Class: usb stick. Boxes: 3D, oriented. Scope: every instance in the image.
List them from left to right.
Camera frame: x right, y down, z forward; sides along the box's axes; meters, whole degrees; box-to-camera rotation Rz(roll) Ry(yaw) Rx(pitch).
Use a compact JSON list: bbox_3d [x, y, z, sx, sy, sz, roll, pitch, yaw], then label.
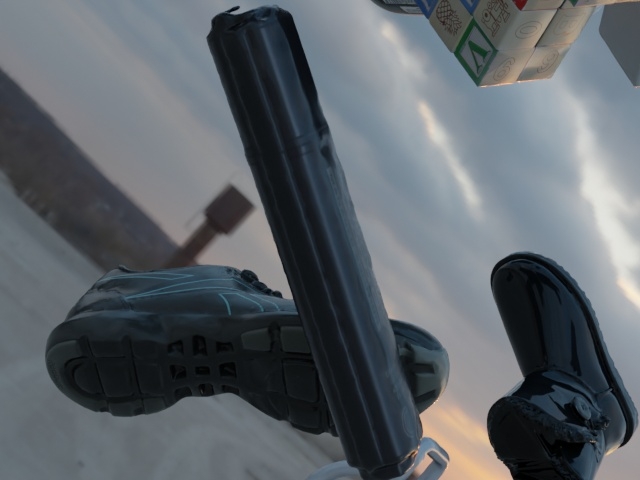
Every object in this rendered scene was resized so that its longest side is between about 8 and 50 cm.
[{"bbox_3d":[0.000,0.000,0.711,0.077,0.045,0.278,-48,121,-73],"label":"usb stick"}]

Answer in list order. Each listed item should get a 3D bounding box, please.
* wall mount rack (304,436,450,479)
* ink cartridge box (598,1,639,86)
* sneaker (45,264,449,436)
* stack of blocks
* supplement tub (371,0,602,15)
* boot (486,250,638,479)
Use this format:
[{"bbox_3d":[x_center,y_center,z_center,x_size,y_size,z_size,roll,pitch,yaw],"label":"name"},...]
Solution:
[{"bbox_3d":[0.055,0.327,0.918,0.350,0.304,0.130,41,-3,26],"label":"wall mount rack"},{"bbox_3d":[0.370,-0.231,1.104,0.153,0.209,0.086,91,-16,-48],"label":"ink cartridge box"},{"bbox_3d":[-0.046,0.058,0.830,0.267,0.106,0.101,5,-52,10],"label":"sneaker"},{"bbox_3d":[0.196,-0.260,0.988,0.171,0.087,0.297,60,-37,29],"label":"stack of blocks"},{"bbox_3d":[0.177,-0.370,1.500,0.338,0.207,0.207,12,-24,39],"label":"supplement tub"},{"bbox_3d":[0.226,0.137,1.280,0.207,0.094,0.246,-21,81,-59],"label":"boot"}]
